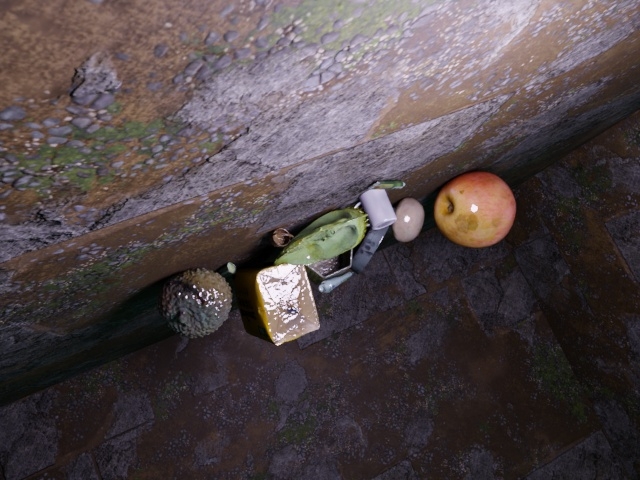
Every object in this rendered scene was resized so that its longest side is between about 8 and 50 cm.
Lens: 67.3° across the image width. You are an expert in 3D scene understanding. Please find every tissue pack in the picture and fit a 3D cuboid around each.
[{"bbox_3d":[-0.194,0.241,1.949,0.228,0.293,0.382,-15,-177,-26],"label":"tissue pack"}]

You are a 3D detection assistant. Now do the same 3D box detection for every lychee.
[{"bbox_3d":[-0.433,0.207,1.679,0.255,0.255,0.274,-28,-159,24],"label":"lychee"}]

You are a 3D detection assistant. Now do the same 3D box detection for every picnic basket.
[{"bbox_3d":[-0.131,-0.014,1.655,0.072,0.072,0.083,-19,178,-30],"label":"picnic basket"}]

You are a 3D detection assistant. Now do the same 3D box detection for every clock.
[{"bbox_3d":[0.204,-0.012,1.991,0.319,0.066,0.319,-62,-179,1],"label":"clock"}]

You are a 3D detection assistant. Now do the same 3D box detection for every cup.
[{"bbox_3d":[0.197,-0.109,1.755,0.099,0.133,0.136,-9,162,-46],"label":"cup"}]

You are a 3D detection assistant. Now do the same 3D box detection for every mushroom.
[{"bbox_3d":[0.363,-0.100,2.166,0.204,0.204,0.204,-24,171,-4],"label":"mushroom"}]

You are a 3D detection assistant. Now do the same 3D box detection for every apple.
[{"bbox_3d":[0.689,-0.136,2.192,0.363,0.364,0.364,-24,171,-4],"label":"apple"}]

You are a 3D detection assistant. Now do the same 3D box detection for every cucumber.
[{"bbox_3d":[-0.374,0.121,1.877,0.105,0.048,0.048,-26,172,40],"label":"cucumber"}]

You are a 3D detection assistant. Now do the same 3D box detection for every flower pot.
[{"bbox_3d":[0.010,0.051,1.938,0.209,0.239,0.189,7,164,-9],"label":"flower pot"}]

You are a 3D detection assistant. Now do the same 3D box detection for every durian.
[{"bbox_3d":[0.005,0.010,1.716,0.394,0.163,0.198,-24,-168,11],"label":"durian"}]

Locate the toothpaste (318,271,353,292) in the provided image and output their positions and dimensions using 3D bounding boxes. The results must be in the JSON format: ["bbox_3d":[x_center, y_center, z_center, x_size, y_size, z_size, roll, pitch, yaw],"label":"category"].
[{"bbox_3d":[0.062,0.164,1.934,0.074,0.048,0.297,-31,174,22],"label":"toothpaste"}]

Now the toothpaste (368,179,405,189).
[{"bbox_3d":[0.240,-0.196,1.698,0.049,0.031,0.204,-32,165,39],"label":"toothpaste"}]
